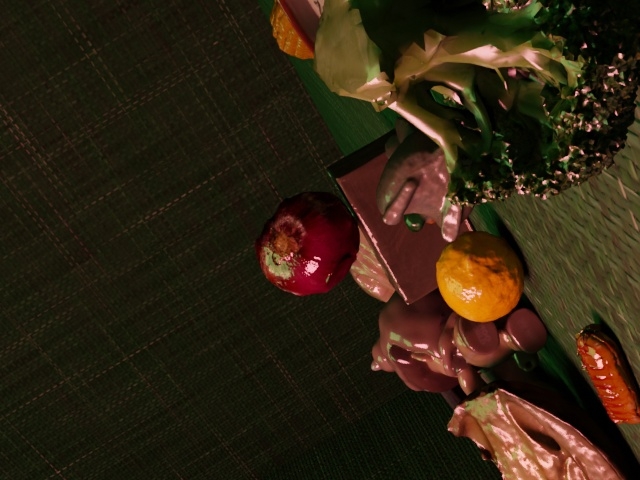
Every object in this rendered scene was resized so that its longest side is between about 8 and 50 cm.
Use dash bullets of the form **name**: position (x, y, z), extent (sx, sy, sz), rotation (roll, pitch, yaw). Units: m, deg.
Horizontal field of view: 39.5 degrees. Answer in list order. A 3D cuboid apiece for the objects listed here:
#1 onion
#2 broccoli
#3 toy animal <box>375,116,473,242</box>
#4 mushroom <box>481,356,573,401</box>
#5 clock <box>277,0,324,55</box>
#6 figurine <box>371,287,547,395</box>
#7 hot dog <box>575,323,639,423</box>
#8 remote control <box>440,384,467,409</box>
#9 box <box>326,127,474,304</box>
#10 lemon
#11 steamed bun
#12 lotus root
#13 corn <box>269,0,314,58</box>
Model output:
- **onion**: position (0.009, 0.010, 1.408), extent (0.198, 0.173, 0.135), rotation (-6, -137, -42)
- **broccoli**: position (0.083, -0.113, 0.440), extent (0.195, 0.156, 0.196), rotation (175, 90, -69)
- **toy animal**: position (0.135, -0.097, 1.122), extent (0.125, 0.127, 0.251), rotation (47, -161, -17)
- **mushroom**: position (0.347, 0.280, 1.543), extent (0.159, 0.122, 0.329), rotation (43, 179, 5)
- **clock**: position (0.006, -0.304, 0.917), extent (0.318, 0.080, 0.318), rotation (56, 169, 16)
- **figurine**: position (0.219, 0.145, 1.430), extent (0.203, 0.248, 0.380), rotation (62, 168, -3)
- **hot dog**: position (0.306, 0.147, 0.946), extent (0.144, 0.038, 0.062), rotation (58, -179, -32)
- **remote control**: position (0.282, 0.321, 1.497), extent (0.107, 0.044, 0.377), rotation (45, -175, -35)
- **box**: position (0.133, -0.047, 1.418), extent (0.231, 0.149, 0.155), rotation (60, 180, -14)
- **lemon**: position (0.209, 0.048, 1.161), extent (0.114, 0.114, 0.155), rotation (59, -175, 26)
- **steamed bun**: position (0.153, 0.021, 1.917), extent (0.320, 0.206, 0.275), rotation (55, 180, -13)
- **lotus root**: position (0.350, 0.308, 1.271), extent (0.314, 0.210, 0.142), rotation (52, -137, -2)
- **corn**: position (-0.012, -0.316, 1.235), extent (0.119, 0.119, 0.322), rotation (59, -179, -7)
